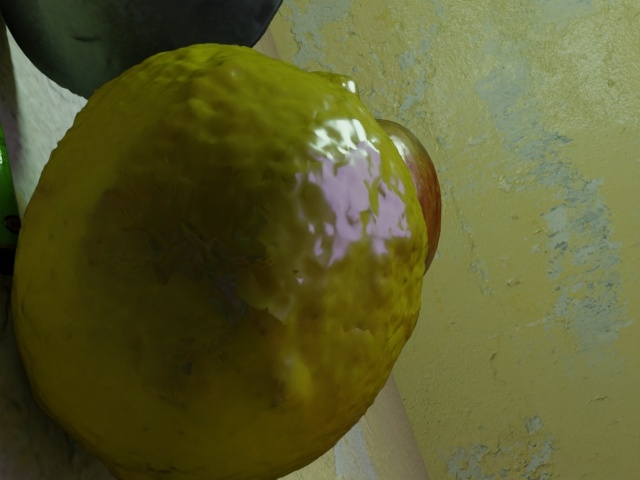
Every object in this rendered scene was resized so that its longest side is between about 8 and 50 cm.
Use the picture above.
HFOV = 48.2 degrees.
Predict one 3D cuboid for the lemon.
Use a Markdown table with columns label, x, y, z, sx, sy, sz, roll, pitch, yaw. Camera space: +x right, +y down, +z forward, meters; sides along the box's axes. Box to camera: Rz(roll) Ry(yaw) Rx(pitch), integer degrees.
| label | x | y | z | sx | sy | sz | roll | pitch | yaw |
| --- | --- | --- | --- | --- | --- | --- | --- | --- | --- |
| lemon | -0.066 | 0.023 | 0.482 | 0.322 | 0.268 | 0.268 | -67 | 158 | -14 |

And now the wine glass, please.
| label | x | y | z | sx | sy | sz | roll | pitch | yaw |
| --- | --- | --- | --- | --- | --- | --- | --- | --- | --- |
| wine glass | -0.193 | -0.246 | 0.381 | 0.406 | 0.267 | 0.267 | 14 | 57 | -74 |

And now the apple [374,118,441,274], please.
| label | x | y | z | sx | sy | sz | roll | pitch | yaw |
| --- | --- | --- | --- | --- | --- | --- | --- | --- | --- |
| apple | 0.000 | 0.000 | 0.821 | 0.309 | 0.277 | 0.250 | -5 | -81 | 61 |

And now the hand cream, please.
| label | x | y | z | sx | sy | sz | roll | pitch | yaw |
| --- | --- | --- | --- | --- | --- | --- | --- | --- | --- |
| hand cream | -0.216 | -0.036 | 0.475 | 0.036 | 0.023 | 0.122 | 43 | 32 | -81 |
